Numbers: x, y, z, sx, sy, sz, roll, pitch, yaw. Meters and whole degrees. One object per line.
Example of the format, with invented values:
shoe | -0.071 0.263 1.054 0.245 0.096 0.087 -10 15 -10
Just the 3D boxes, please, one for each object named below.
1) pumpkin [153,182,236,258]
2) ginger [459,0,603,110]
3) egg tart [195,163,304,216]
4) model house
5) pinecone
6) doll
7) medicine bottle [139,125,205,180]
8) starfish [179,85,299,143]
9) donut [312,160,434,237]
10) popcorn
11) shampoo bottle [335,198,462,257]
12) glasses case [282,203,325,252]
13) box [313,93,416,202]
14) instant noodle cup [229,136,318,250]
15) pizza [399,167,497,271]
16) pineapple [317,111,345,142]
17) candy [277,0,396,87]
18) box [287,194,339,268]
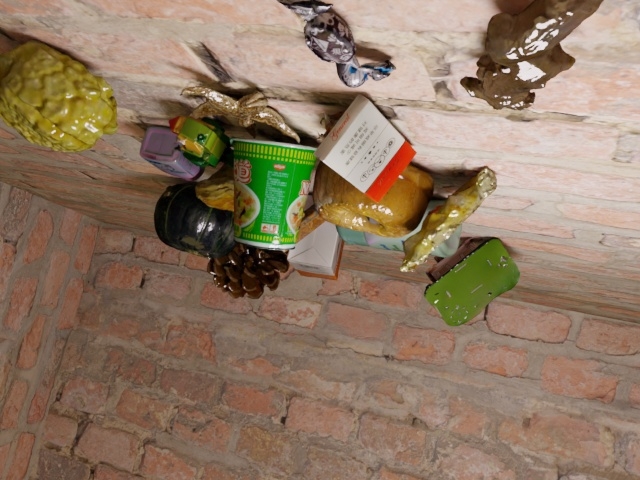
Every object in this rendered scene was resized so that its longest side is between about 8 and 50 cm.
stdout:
pumpkin | -0.425 -0.069 2.144 0.323 0.241 0.323 18 169 4
ginger | 0.248 -0.226 0.729 0.122 0.084 0.290 19 171 5
egg tart | -0.194 -0.142 1.721 0.341 0.132 0.341 11 173 1
model house | 0.474 0.115 1.999 0.207 0.294 0.154 49 -174 -25
pinecone | -0.267 0.059 2.502 0.384 0.384 0.384 13 171 2
doll | -0.262 -0.223 1.383 0.134 0.106 0.186 26 175 20
medicine bottle | -0.375 -0.222 1.604 0.119 0.094 0.188 13 171 15
starfish | -0.167 -0.254 1.220 0.277 0.062 0.235 11 173 -38
donut | 0.116 -0.109 1.440 0.299 0.150 0.317 8 169 41
popcorn | -0.557 -0.295 1.229 0.286 0.174 0.225 21 159 20
shampoo bottle | 0.201 -0.046 1.691 0.349 0.151 0.222 8 175 33
glasses case | -0.044 -0.055 1.805 0.049 0.218 0.075 56 171 -24
box | 0.093 -0.167 1.166 0.035 0.139 0.245 41 -172 31
instant noodle cup | -0.115 -0.105 1.371 0.207 0.233 0.207 8 -172 -1
pizza | 0.262 -0.036 1.348 0.075 0.287 0.280 45 147 6
pineapple | 0.051 -0.203 1.207 0.116 0.069 0.137 14 169 -1
candy | 0.026 -0.280 0.850 0.094 0.051 0.226 -6 163 35
box | 0.000 0.000 2.020 0.143 0.225 0.341 11 170 6
